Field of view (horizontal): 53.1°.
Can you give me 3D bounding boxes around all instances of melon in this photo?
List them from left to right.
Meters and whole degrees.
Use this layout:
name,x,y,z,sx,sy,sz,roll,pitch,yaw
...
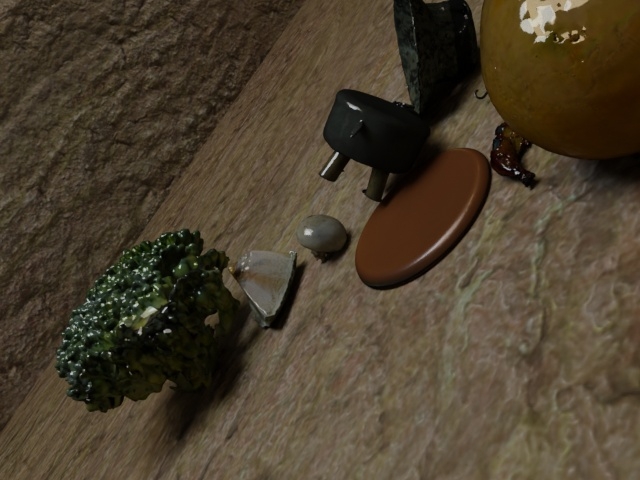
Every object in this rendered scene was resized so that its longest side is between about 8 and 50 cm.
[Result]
name,x,y,z,sx,sy,sz,roll,pitch,yaw
melon,-0.095,0.067,1.125,0.139,0.093,0.202,-44,26,-4

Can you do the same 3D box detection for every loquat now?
name,x,y,z,sx,sy,sz,roll,pitch,yaw
loquat,0.285,-0.206,0.624,0.263,0.263,0.263,-42,23,23

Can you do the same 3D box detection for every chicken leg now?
name,x,y,z,sx,sy,sz,roll,pitch,yaw
chicken leg,0.244,-0.110,0.816,0.062,0.037,0.145,-19,34,31

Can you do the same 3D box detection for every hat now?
name,x,y,z,sx,sy,sz,roll,pitch,yaw
hat,0.206,-0.342,1.106,0.128,0.265,0.265,-11,31,7

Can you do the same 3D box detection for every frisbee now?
name,x,y,z,sx,sy,sz,roll,pitch,yaw
frisbee,0.138,-0.037,0.921,0.251,0.021,0.251,-42,22,21

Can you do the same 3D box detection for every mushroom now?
name,x,y,z,sx,sy,sz,roll,pitch,yaw
mushroom,0.000,0.000,1.073,0.085,0.085,0.079,-86,6,-56

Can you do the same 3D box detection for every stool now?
name,x,y,z,sx,sy,sz,roll,pitch,yaw
stool,0.096,-0.152,1.024,0.153,0.228,0.139,43,119,39

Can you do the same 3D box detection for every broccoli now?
name,x,y,z,sx,sy,sz,roll,pitch,yaw
broccoli,-0.298,0.133,1.119,0.334,0.272,0.324,-119,46,-61

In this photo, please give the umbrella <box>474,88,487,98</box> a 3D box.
name,x,y,z,sx,sy,sz,roll,pitch,yaw
umbrella,0.291,-0.270,0.996,0.149,0.022,0.022,-46,-16,-9
